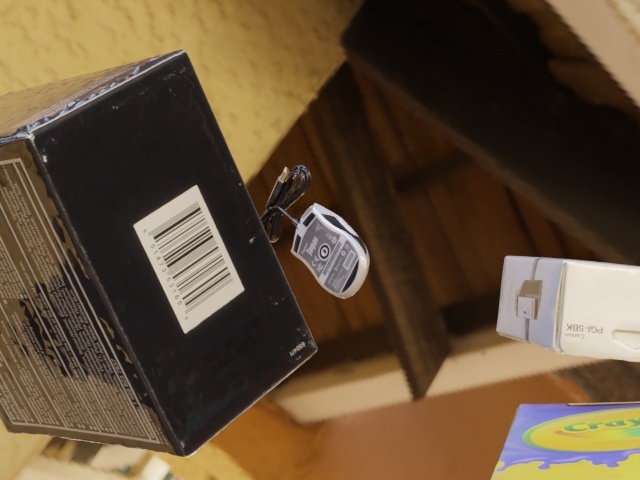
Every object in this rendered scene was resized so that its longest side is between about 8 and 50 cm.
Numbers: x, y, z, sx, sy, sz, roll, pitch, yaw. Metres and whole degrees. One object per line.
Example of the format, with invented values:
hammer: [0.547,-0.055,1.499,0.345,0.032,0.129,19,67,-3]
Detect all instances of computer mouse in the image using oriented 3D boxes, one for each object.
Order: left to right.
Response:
computer mouse: [0.000,0.000,1.472,0.042,0.106,0.193,9,27,-44]

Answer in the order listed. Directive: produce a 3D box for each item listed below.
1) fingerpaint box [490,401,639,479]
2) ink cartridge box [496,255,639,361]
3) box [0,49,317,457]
fingerpaint box: [0.330,0.274,0.687,0.445,0.163,0.371,-4,-78,17]
ink cartridge box: [0.176,0.042,0.827,0.099,0.056,0.135,6,0,-7]
box: [-0.204,0.013,1.167,0.294,0.183,0.296,-3,-64,47]
